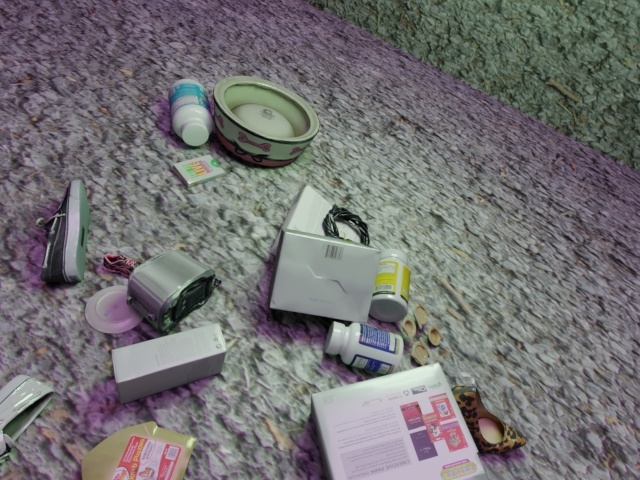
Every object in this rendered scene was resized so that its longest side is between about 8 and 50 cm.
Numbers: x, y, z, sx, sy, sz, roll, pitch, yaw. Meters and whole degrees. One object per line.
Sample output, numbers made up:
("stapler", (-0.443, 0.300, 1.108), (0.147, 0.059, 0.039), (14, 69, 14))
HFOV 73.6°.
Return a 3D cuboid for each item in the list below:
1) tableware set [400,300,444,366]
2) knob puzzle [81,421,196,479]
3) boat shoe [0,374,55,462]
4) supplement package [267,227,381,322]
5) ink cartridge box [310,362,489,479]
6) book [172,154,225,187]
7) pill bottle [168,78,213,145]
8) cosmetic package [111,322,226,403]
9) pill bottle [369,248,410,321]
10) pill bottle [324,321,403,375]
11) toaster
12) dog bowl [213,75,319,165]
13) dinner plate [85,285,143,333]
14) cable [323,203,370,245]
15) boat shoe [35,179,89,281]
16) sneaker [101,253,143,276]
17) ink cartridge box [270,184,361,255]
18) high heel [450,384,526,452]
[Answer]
("tableware set", (0.291, 0.265, 1.231), (0.169, 0.020, 0.141), (-34, 94, -44))
("knob puzzle", (-0.370, 0.457, 0.844), (0.214, 0.030, 0.213), (10, 47, -11))
("boat shoe", (-0.610, 0.371, 0.792), (0.084, 0.095, 0.258), (19, 46, 4))
("supplement package", (0.005, 0.091, 1.170), (0.262, 0.203, 0.145), (11, 4, -11))
("ink cartridge box", (0.158, 0.447, 0.931), (0.310, 0.130, 0.271), (-10, 52, -10))
("book", (-0.417, -0.238, 1.472), (0.144, 0.035, 0.096), (-29, 67, -39))
("pill bottle", (-0.476, -0.466, 1.577), (0.147, 0.146, 0.263), (-3, 51, -23))
("cosmetic package", (-0.338, 0.274, 0.966), (0.231, 0.117, 0.085), (-9, 52, -28))
("pill bottle", (0.210, 0.130, 1.294), (0.119, 0.119, 0.208), (19, 45, -2))
("pill bottle", (0.111, 0.278, 1.126), (0.187, 0.112, 0.111), (18, 45, -4))
("toaster", (-0.376, 0.113, 1.089), (0.147, 0.129, 0.227), (32, 38, 13))
("dog bowl", (-0.216, -0.445, 1.622), (0.409, 0.150, 0.407), (15, 43, -15))
("dinner plate", (-0.510, 0.167, 1.072), (0.141, 0.017, 0.141), (9, 47, -10))
("cable", (0.093, -0.031, 1.401), (0.184, 0.047, 0.150), (40, 42, -18))
("boat shoe", (-0.678, -0.029, 1.129), (0.105, 0.113, 0.305), (-4, 66, -15))
("sneaker", (-0.518, 0.062, 1.137), (0.120, 0.057, 0.047), (10, 44, -12))
("ink cartridge box", (0.000, 0.000, 1.377), (0.261, 0.066, 0.296), (39, 42, -18))
("high heel", (0.417, 0.435, 1.038), (0.262, 0.186, 0.093), (19, 44, -3))
